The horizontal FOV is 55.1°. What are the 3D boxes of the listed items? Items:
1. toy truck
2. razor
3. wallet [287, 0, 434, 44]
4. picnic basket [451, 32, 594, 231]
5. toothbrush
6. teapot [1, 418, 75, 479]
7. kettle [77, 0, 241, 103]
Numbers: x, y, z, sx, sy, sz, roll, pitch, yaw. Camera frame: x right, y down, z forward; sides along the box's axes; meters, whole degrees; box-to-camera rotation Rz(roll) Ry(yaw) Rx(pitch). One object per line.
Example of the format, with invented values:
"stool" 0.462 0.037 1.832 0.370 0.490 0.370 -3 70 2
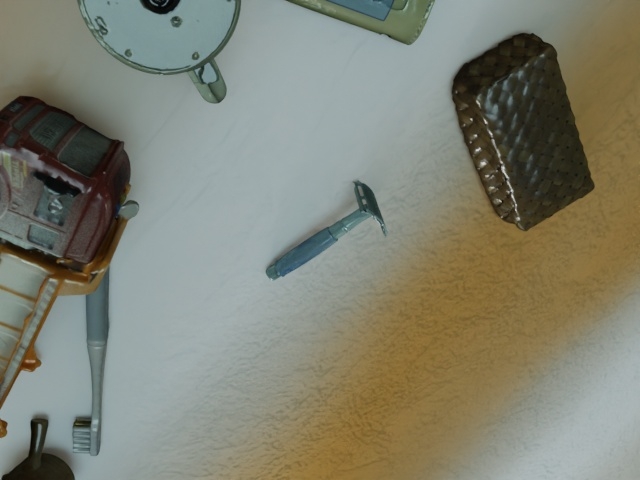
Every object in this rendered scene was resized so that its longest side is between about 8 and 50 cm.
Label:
"toy truck" -0.250 0.026 0.502 0.135 0.114 0.270 25 114 -18
"razor" 0.000 0.000 0.617 0.135 0.068 0.040 -33 118 14
"wallet" 0.030 -0.239 0.510 0.155 0.039 0.110 11 113 -22
"picnic basket" 0.210 -0.104 0.621 0.110 0.055 0.193 -31 118 0
"toothbrush" -0.223 0.077 0.601 0.030 0.025 0.342 6 114 -13
"teapot" -0.306 0.241 0.636 0.085 0.080 0.110 3 101 5
"kettle" -0.105 -0.173 0.442 0.127 0.148 0.098 28 103 -25
